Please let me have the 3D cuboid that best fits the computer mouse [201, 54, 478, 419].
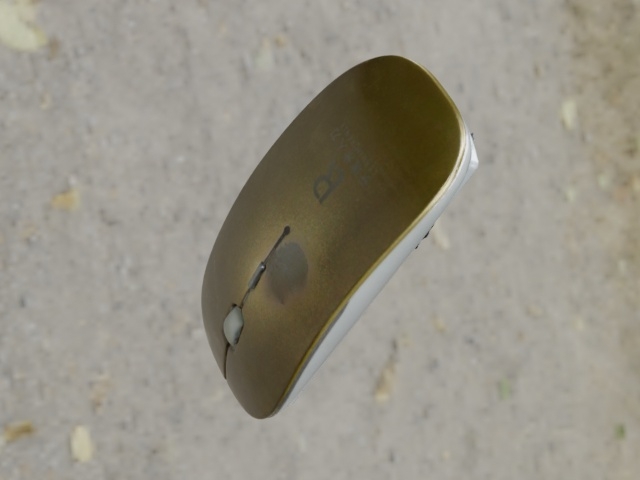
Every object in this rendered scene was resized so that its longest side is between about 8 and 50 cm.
[{"bbox_3d":[-0.001,-0.001,0.871,0.045,0.199,0.102,13,35,-42],"label":"computer mouse"}]
